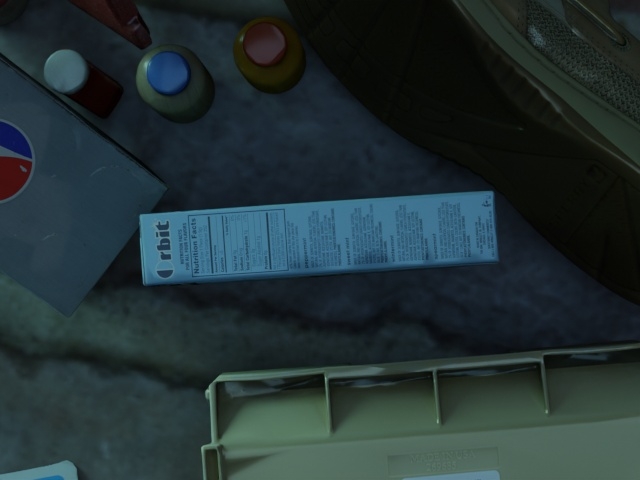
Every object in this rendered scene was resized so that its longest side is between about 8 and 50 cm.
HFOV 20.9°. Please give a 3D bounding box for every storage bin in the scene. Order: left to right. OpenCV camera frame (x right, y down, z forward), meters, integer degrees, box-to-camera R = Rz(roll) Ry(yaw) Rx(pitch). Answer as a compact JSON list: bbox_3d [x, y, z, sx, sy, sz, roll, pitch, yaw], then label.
[{"bbox_3d":[0.071,0.195,0.980,0.262,0.123,0.260,-4,89,1],"label":"storage bin"}]

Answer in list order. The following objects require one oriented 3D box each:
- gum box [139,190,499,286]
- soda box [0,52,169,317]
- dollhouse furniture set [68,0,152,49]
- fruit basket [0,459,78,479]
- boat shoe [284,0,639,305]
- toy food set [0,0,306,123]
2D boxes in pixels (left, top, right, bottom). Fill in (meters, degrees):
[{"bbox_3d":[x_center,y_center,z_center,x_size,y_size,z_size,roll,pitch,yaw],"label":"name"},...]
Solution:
[{"bbox_3d":[0.000,0.000,0.965,0.184,0.157,0.041,-3,90,0],"label":"gum box"},{"bbox_3d":[-0.227,-0.082,0.955,0.286,0.091,0.098,37,90,-21],"label":"soda box"},{"bbox_3d":[-0.137,-0.291,0.821,0.152,0.374,0.201,33,76,32],"label":"dollhouse furniture set"},{"bbox_3d":[-0.277,0.295,0.927,0.327,0.165,0.353,-11,58,1],"label":"fruit basket"},{"bbox_3d":[0.110,-0.105,0.999,0.341,0.121,0.110,43,54,1],"label":"boat shoe"},{"bbox_3d":[-0.126,-0.136,0.994,0.232,0.104,0.111,35,90,1],"label":"toy food set"}]
